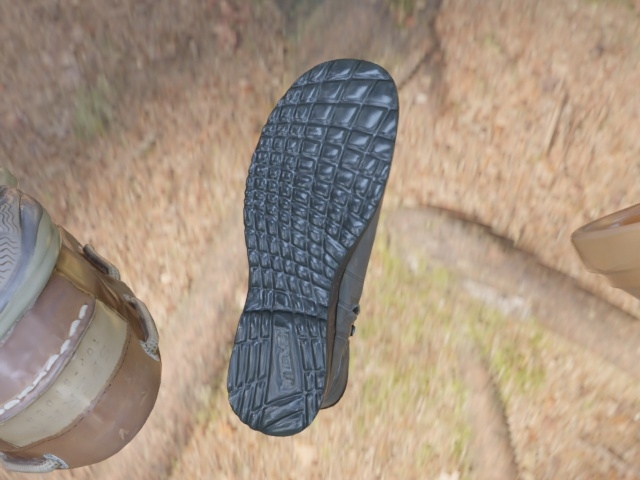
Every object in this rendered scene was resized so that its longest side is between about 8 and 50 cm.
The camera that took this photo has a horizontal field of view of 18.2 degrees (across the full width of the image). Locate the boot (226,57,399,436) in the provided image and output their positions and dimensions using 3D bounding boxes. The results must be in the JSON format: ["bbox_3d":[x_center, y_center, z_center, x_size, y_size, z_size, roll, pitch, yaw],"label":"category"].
[{"bbox_3d":[0.000,0.000,1.282,0.083,0.161,0.246,15,99,8],"label":"boot"}]

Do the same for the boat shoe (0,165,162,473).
[{"bbox_3d":[-0.142,0.045,0.917,0.116,0.324,0.123,40,88,-12],"label":"boat shoe"}]

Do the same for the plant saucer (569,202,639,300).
[{"bbox_3d":[0.186,-0.015,0.679,0.200,0.200,0.037,-18,91,-7],"label":"plant saucer"}]
